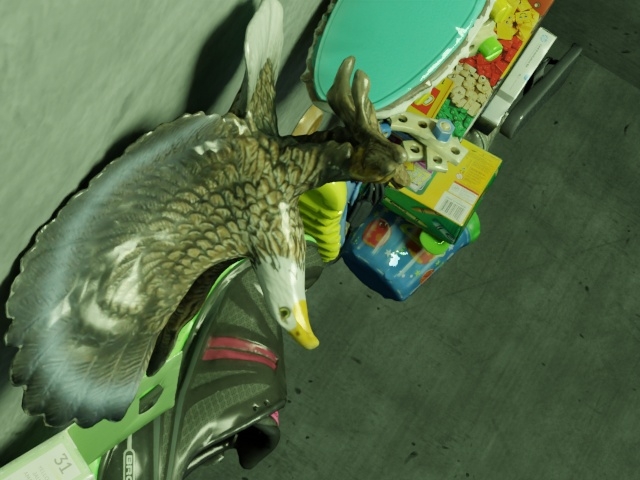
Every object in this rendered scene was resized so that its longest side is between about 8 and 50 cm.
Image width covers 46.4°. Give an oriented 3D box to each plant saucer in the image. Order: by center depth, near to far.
[{"bbox_3d":[-0.019,-0.146,0.996,0.083,0.015,0.083,-56,176,-6],"label":"plant saucer"}]

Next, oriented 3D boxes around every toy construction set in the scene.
[{"bbox_3d":[0.156,-0.240,1.095,0.215,0.151,0.328,-24,144,-27],"label":"toy construction set"}]

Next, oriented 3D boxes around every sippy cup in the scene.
[{"bbox_3d":[0.168,-0.005,1.526,0.224,0.240,0.305,-49,157,-13],"label":"sippy cup"}]

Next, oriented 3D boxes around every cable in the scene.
[{"bbox_3d":[0.055,-0.116,1.254,0.047,0.151,0.185,-10,147,-28],"label":"cable"}]

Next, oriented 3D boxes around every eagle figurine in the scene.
[{"bbox_3d":[-0.076,-0.007,0.555,0.298,0.225,0.226,-25,135,7],"label":"eagle figurine"}]

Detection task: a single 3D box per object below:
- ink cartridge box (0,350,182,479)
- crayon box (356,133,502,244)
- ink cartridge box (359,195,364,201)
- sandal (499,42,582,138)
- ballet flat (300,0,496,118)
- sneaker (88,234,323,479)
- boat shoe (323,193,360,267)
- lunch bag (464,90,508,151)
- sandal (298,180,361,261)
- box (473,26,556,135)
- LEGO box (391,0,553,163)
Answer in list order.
[{"bbox_3d":[-0.216,0.210,0.675,0.235,0.056,0.171,-29,162,-27],"label":"ink cartridge box"},{"bbox_3d":[0.167,-0.135,1.361,0.165,0.278,0.081,-54,168,-24],"label":"crayon box"},{"bbox_3d":[0.048,-0.081,1.635,0.135,0.099,0.056,-60,173,23],"label":"ink cartridge box"},{"bbox_3d":[0.399,-0.287,1.358,0.254,0.054,0.097,-44,163,-27],"label":"sandal"},{"bbox_3d":[0.128,-0.286,0.762,0.409,0.147,0.147,-57,176,-1],"label":"ballet flat"},{"bbox_3d":[-0.123,0.181,0.970,0.483,0.202,0.185,-53,175,-36],"label":"sneaker"},{"bbox_3d":[0.007,-0.034,1.539,0.103,0.113,0.302,-50,163,-37],"label":"boat shoe"},{"bbox_3d":[0.272,-0.279,1.647,0.213,0.256,0.305,-59,175,33],"label":"lunch bag"},{"bbox_3d":[0.009,-0.069,1.198,0.138,0.126,0.317,-59,178,-24],"label":"sandal"},{"bbox_3d":[0.354,-0.288,1.379,0.186,0.038,0.145,-58,176,3],"label":"box"},{"bbox_3d":[0.302,-0.427,1.328,0.500,0.193,0.373,-52,173,-45],"label":"LEGO box"}]
